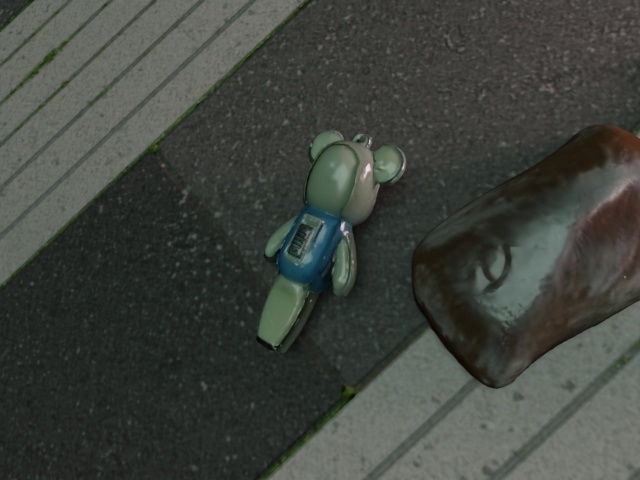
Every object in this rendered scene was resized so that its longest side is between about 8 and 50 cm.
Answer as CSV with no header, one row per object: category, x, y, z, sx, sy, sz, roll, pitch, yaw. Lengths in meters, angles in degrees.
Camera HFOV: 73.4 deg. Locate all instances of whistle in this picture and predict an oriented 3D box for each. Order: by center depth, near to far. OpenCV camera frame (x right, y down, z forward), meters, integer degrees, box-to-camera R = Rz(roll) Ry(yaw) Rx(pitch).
whistle,0.000,0.000,0.438,0.113,0.077,0.236,22,87,28

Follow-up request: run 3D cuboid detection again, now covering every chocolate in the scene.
chocolate,0.202,0.004,0.375,0.253,0.080,0.157,-34,69,4
